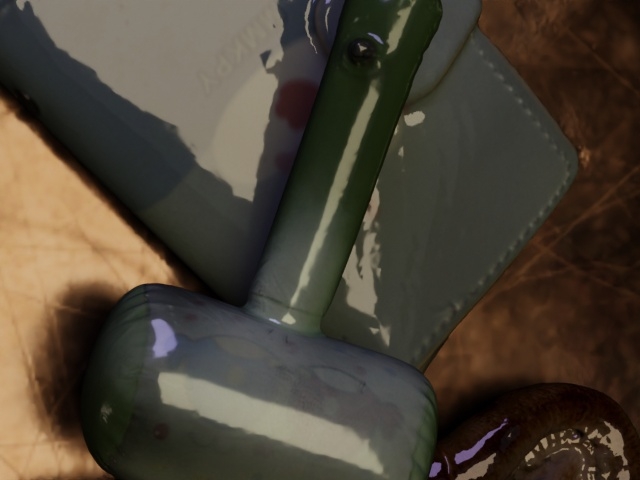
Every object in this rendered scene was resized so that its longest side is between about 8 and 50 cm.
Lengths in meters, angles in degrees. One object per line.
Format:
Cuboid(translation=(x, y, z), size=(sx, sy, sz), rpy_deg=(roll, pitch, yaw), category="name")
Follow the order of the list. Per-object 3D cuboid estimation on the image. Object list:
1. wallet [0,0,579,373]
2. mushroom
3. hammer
Cuboid(translation=(-0.012, -0.089, 1.052), size=(0.360, 0.083, 0.252), rpy_deg=(45, 81, -15), category="wallet")
Cuboid(translation=(0.136, 0.178, 1.026), size=(0.227, 0.217, 0.148), rpy_deg=(-36, 100, -17), category="mushroom")
Cuboid(translation=(0.000, 0.000, 0.978), size=(0.206, 0.119, 0.335), rpy_deg=(18, 94, -13), category="hammer")
